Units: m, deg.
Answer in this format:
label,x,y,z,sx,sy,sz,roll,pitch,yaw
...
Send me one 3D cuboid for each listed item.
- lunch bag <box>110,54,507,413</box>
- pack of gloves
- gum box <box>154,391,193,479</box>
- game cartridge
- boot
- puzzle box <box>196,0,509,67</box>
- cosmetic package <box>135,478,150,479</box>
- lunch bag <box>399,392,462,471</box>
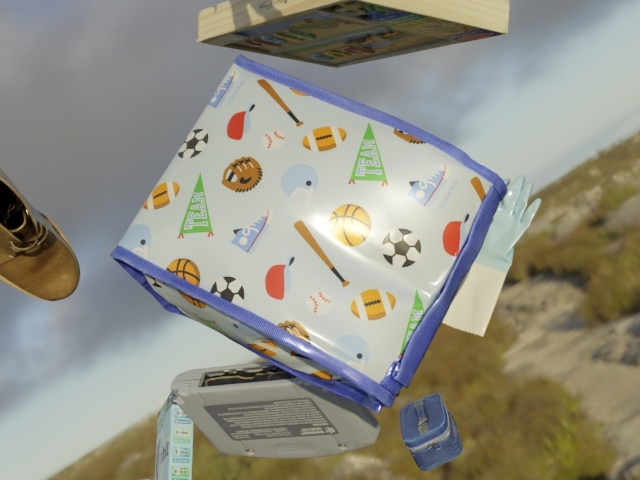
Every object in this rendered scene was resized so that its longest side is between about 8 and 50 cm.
label,x,y,z,sx,sy,sz,roll,pitch,yaw
lunch bag,0.000,0.000,1.594,0.328,0.385,0.239,-61,-27,-13
pack of gloves,0.182,-0.006,1.742,0.046,0.195,0.232,33,-100,-48
gum box,-0.241,0.354,2.093,0.041,0.184,0.157,5,-24,-14
game cartridge,-0.065,0.265,1.967,0.294,0.196,0.060,-8,40,30
boot,-0.416,-0.006,1.741,0.112,0.305,0.115,-46,43,-14
puzzle box,0.036,-0.315,1.835,0.272,0.052,0.409,5,-3,-34
cosmetic package,-0.219,0.483,1.463,0.155,0.365,0.197,-14,16,34
lunch bag,0.141,0.249,1.669,0.067,0.065,0.098,-28,21,9
